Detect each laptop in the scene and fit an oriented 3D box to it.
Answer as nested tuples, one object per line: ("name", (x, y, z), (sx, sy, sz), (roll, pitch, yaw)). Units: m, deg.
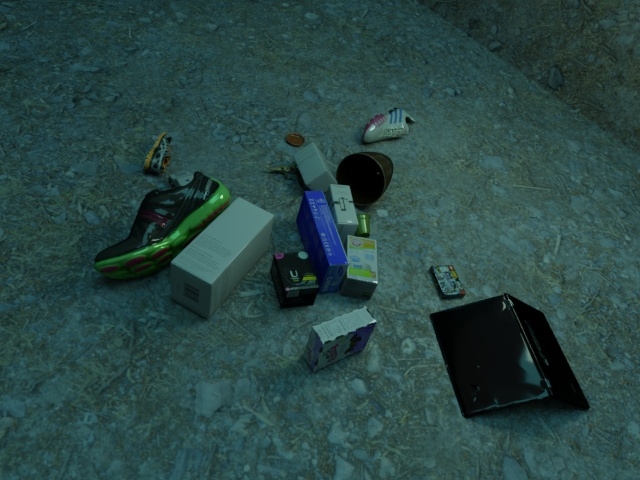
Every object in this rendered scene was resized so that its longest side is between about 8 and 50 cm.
("laptop", (0.638, 0.405, 1.791), (0.408, 0.236, 0.381), (24, 40, -35))

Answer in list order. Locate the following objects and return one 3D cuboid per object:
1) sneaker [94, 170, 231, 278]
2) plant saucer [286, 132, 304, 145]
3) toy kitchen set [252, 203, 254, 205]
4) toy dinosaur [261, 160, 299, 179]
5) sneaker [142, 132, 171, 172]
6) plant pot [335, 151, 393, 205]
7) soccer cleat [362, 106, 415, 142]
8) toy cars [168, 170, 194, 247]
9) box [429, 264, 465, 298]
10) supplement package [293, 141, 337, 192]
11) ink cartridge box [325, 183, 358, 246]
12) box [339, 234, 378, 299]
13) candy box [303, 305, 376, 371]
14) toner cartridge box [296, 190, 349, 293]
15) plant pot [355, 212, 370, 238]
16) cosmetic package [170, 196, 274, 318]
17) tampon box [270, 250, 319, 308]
("sneaker", (-0.519, -0.050, 1.703), (0.483, 0.185, 0.202), (-39, 76, -23))
("plant saucer", (-0.112, -0.448, 2.340), (0.084, 0.013, 0.083), (9, 47, -9))
("toy kitchen set", (-0.248, -0.085, 1.969), (0.083, 0.075, 0.068), (46, 2, -17))
("toy dinosaur", (-0.152, -0.293, 2.176), (0.183, 0.053, 0.093), (-15, 39, -36))
("sneaker", (-0.622, -0.339, 2.058), (0.083, 0.084, 0.214), (23, 49, -13))
("plant pot", (0.210, -0.280, 2.174), (0.215, 0.215, 0.230), (33, 33, 14))
("soccer cleat", (0.331, -0.532, 2.473), (0.143, 0.116, 0.331), (37, 49, 18))
("toy cars", (-0.509, -0.130, 1.889), (0.177, 0.087, 0.393), (14, 47, -4))
("box", (0.473, 0.153, 1.961), (0.094, 0.027, 0.137), (-1, 49, -18))
("supplement package", (-0.022, -0.289, 2.136), (0.105, 0.105, 0.179), (-31, 54, 12))
("ink cartridge box", (0.069, -0.089, 1.978), (0.086, 0.148, 0.203), (3, 49, -16))
("box", (0.135, 0.093, 1.864), (0.114, 0.103, 0.203), (11, 47, -7))
("candy box", (0.057, 0.302, 1.612), (0.196, 0.164, 0.070), (-17, 54, -28))
("toner cartridge box", (0.000, 0.000, 1.868), (0.075, 0.165, 0.347), (-3, 51, -19))
("plant pot", (0.160, -0.051, 2.026), (0.083, 0.083, 0.079), (-1, 61, -17))
("cosmetic package", (-0.313, 0.050, 1.712), (0.155, 0.197, 0.365), (27, 46, 10))
("tampon box", (-0.089, 0.130, 1.767), (0.121, 0.101, 0.161), (-5, 50, -21))
